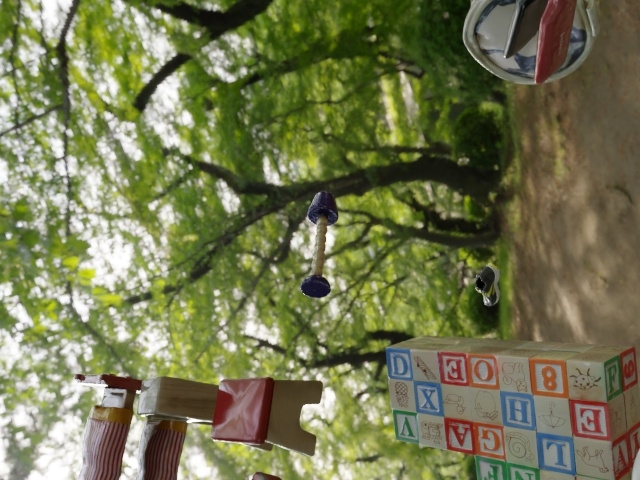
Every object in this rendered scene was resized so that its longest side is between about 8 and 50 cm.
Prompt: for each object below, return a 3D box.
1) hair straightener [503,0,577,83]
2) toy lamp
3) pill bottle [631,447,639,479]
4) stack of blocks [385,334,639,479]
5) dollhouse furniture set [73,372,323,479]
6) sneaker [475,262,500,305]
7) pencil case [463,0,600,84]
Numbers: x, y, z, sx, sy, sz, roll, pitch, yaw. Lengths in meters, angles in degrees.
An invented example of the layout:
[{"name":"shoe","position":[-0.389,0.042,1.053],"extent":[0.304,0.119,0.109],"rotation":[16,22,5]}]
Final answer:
[{"name":"hair straightener","position":[0.165,-0.219,0.568],"extent":[0.089,0.047,0.230],"rotation":[47,179,24]},{"name":"toy lamp","position":[0.000,0.000,1.646],"extent":[0.080,0.080,0.275],"rotation":[67,-158,-48]},{"name":"pill bottle","position":[0.242,0.096,0.259],"extent":[0.216,0.121,0.121],"rotation":[-44,55,46]},{"name":"stack of blocks","position":[0.228,0.214,0.860],"extent":[0.087,0.297,0.171],"rotation":[-8,-87,-45]},{"name":"dollhouse furniture set","position":[-0.173,0.254,0.795],"extent":[0.152,0.374,0.201],"rotation":[17,-111,-32]},{"name":"sneaker","position":[0.245,0.069,1.041],"extent":[0.031,0.035,0.083],"rotation":[45,155,45]},{"name":"pencil case","position":[0.312,-0.382,0.990],"extent":[0.160,0.183,0.410],"rotation":[49,-140,-27]}]
